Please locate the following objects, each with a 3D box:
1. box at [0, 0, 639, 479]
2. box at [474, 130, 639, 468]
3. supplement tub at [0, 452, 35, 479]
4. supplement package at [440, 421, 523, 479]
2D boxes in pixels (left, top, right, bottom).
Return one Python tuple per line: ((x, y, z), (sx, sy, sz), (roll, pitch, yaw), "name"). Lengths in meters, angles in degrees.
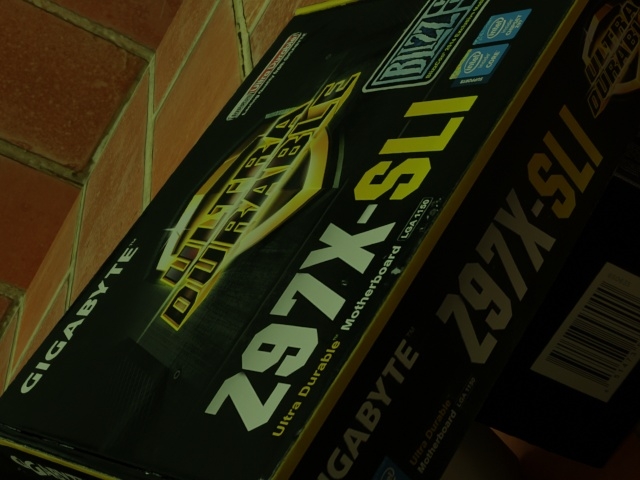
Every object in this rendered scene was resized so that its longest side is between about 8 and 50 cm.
((0.000, 0.000, 0.607), (0.257, 0.079, 0.322), (3, 52, 52), "box")
((0.127, -0.002, 0.693), (0.153, 0.108, 0.207), (-59, 21, 19), "box")
((-0.278, 0.257, 1.094), (0.207, 0.338, 0.207), (-51, 24, 34), "supplement tub")
((0.006, 0.202, 0.597), (0.175, 0.177, 0.293), (-33, 31, 19), "supplement package")
